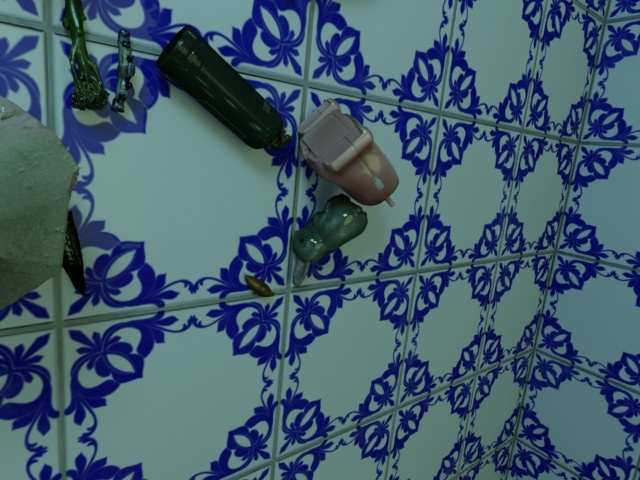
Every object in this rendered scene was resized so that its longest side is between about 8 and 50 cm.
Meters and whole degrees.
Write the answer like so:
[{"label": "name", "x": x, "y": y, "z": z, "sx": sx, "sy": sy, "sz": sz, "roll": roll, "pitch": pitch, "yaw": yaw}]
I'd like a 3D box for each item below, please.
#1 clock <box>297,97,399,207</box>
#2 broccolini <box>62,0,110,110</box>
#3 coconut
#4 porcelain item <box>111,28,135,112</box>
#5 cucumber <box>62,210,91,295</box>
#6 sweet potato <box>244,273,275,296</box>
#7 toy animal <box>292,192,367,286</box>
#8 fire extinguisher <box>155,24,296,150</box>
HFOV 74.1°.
[{"label": "clock", "x": 0.072, "y": -0.171, "z": 0.975, "sx": 0.142, "sy": 0.227, "sz": 0.241, "roll": -41, "pitch": 132, "yaw": 9}, {"label": "broccolini", "x": -0.379, "y": -0.321, "z": 0.682, "sx": 0.058, "sy": 0.067, "sz": 0.216, "roll": -9, "pitch": 99, "yaw": -40}, {"label": "coconut", "x": -0.461, "y": -0.046, "z": 0.521, "sx": 0.298, "sy": 0.310, "sz": 0.297, "roll": -13, "pitch": 111, "yaw": -36}, {"label": "porcelain item", "x": -0.327, "y": -0.285, "z": 0.711, "sx": 0.021, "sy": 0.075, "sz": 0.136, "roll": 2, "pitch": 102, "yaw": -38}, {"label": "cucumber", "x": -0.438, "y": 0.030, "z": 0.743, "sx": 0.039, "sy": 0.043, "sz": 0.163, "roll": -2, "pitch": 106, "yaw": 1}, {"label": "sweet potato", "x": -0.146, "y": 0.108, "z": 0.998, "sx": 0.095, "sy": 0.034, "sz": 0.034, "roll": 42, "pitch": 76, "yaw": -27}, {"label": "toy animal", "x": -0.002, "y": -0.002, "z": 1.032, "sx": 0.251, "sy": 0.125, "sz": 0.127, "roll": -46, "pitch": 155, "yaw": 0}, {"label": "fire extinguisher", "x": -0.163, "y": -0.272, "z": 0.835, "sx": 0.311, "sy": 0.095, "sz": 0.114, "roll": 39, "pitch": 48, "yaw": -38}]
